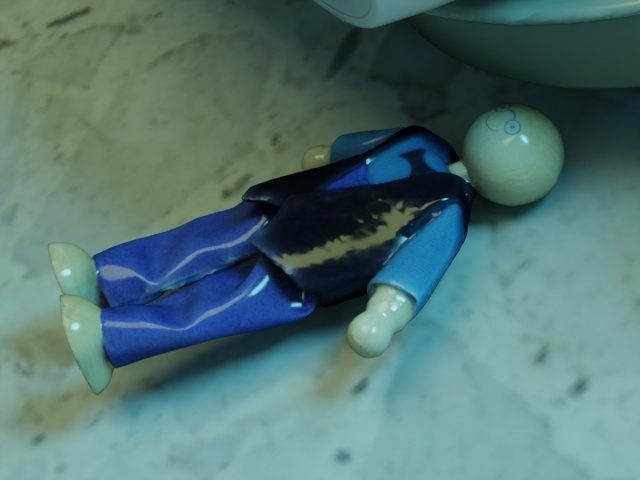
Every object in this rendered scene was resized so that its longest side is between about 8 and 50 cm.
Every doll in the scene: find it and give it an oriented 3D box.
[{"bbox_3d":[0.000,0.000,0.595,0.189,0.046,0.129,-21,34,-2],"label":"doll"}]

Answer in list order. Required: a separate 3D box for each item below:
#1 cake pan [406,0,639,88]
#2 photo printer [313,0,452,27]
[{"bbox_3d":[0.137,-0.163,0.638,0.293,0.054,0.293,-15,41,14],"label":"cake pan"},{"bbox_3d":[0.040,-0.209,0.616,0.256,0.107,0.307,-37,41,-10],"label":"photo printer"}]
